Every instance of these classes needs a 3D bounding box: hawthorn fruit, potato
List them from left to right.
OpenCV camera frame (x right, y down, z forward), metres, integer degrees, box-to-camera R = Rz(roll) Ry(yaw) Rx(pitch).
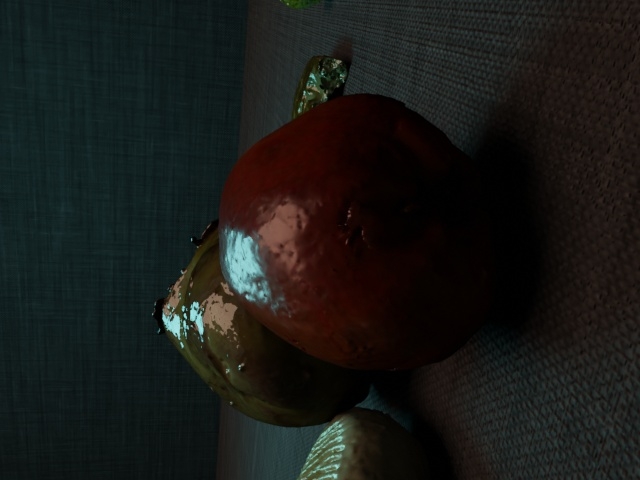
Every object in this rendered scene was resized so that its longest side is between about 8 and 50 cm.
[{"bbox_3d":[-0.031,0.111,0.738,0.301,0.288,0.237,-55,41,12],"label":"potato"},{"bbox_3d":[0.005,-0.004,0.530,0.299,0.211,0.211,-2,85,47],"label":"hawthorn fruit"}]

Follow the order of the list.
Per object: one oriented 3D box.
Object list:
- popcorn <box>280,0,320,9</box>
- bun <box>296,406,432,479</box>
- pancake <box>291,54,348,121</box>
[{"bbox_3d":[-0.032,-0.469,1.112,0.106,0.120,0.116,6,103,44],"label":"popcorn"},{"bbox_3d":[0.036,0.273,0.596,0.220,0.134,0.220,-60,4,8],"label":"bun"},{"bbox_3d":[-0.014,-0.196,1.123,0.376,0.054,0.197,118,153,-68],"label":"pancake"}]
